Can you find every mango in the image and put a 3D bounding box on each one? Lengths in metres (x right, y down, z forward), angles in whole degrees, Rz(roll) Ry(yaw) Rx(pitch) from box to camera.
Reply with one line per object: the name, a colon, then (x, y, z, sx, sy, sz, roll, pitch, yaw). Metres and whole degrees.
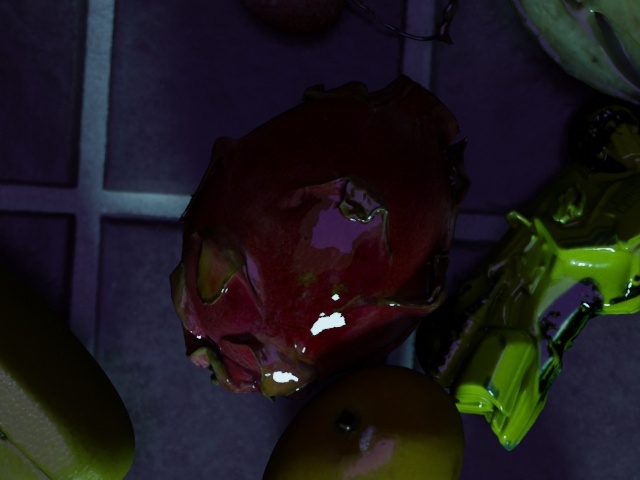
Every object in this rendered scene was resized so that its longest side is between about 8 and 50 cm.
mango: (0.028, 0.218, 1.102, 0.176, 0.139, 0.254, -2, 132, -33)

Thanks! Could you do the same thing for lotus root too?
lotus root: (0.284, -0.275, 1.157, 0.210, 0.142, 0.314, -30, 94, 35)

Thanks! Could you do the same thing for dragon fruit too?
dragon fruit: (0.003, -0.002, 1.108, 0.315, 0.250, 0.250, -27, 90, -3)

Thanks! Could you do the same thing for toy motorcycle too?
toy motorcycle: (0.243, 0.034, 1.148, 0.206, 0.142, 0.342, 38, 91, 38)

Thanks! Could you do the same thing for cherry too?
cherry: (0.021, -0.244, 1.177, 0.226, 0.090, 0.106, 5, 86, -9)

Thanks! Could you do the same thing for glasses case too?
glasses case: (-0.321, 0.095, 1.131, 0.371, 0.173, 0.141, 44, 91, -2)
